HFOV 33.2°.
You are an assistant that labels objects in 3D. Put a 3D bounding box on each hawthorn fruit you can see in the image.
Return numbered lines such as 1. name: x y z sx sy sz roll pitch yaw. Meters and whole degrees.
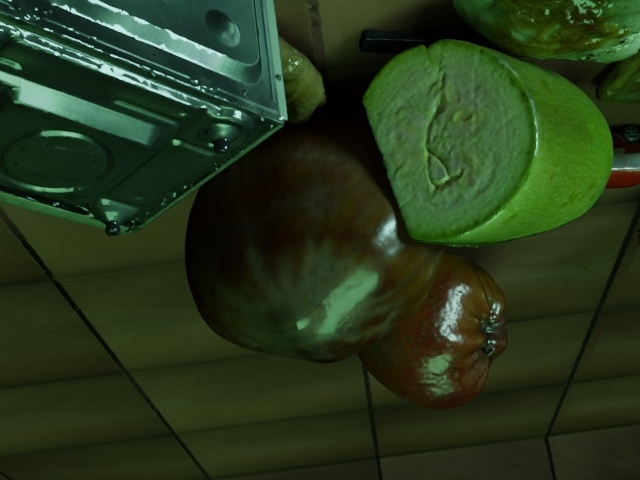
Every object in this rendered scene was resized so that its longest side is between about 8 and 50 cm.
1. hawthorn fruit: 0.167 0.145 1.866 0.298 0.277 0.277 1 161 30

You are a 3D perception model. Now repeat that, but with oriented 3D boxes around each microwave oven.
1. microwave oven: -0.281 -0.180 1.065 0.394 0.247 0.333 16 147 -39

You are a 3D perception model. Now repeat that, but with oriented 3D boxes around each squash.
1. squash: 0.233 -0.121 1.330 0.210 0.234 0.309 -27 166 28

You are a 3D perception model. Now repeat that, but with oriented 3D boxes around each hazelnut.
1. hazelnut: 0.002 -0.004 1.409 0.365 0.366 0.366 -6 154 -3

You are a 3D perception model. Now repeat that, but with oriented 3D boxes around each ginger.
1. ginger: -0.056 -0.199 1.284 0.095 0.069 0.190 -23 149 22

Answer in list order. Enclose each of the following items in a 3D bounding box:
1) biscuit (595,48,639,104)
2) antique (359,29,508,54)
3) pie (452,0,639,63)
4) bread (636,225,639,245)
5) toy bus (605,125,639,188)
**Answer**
1. biscuit: 0.463 -0.231 1.385 0.174 0.039 0.183 -1 155 -10
2. antique: 0.142 -0.240 1.311 0.192 0.015 0.031 -1 154 -14
3. pie: 0.270 -0.297 1.152 0.257 0.106 0.274 18 145 -15
4. bread: 0.705 -0.033 1.709 0.277 0.167 0.324 11 158 -34
5. toy bus: 0.400 -0.116 1.562 0.174 0.077 0.079 -2 154 -9
